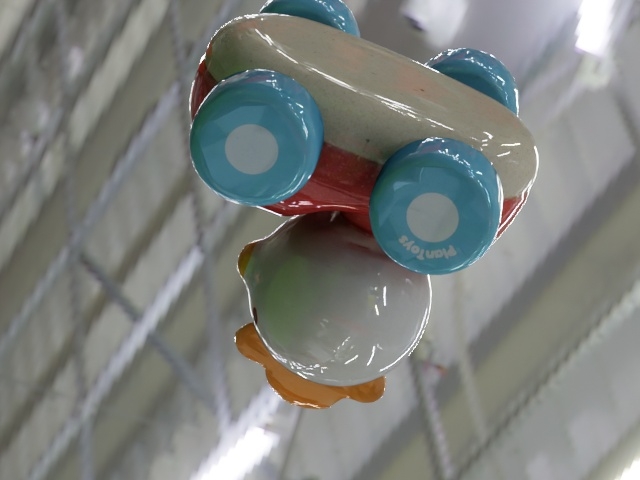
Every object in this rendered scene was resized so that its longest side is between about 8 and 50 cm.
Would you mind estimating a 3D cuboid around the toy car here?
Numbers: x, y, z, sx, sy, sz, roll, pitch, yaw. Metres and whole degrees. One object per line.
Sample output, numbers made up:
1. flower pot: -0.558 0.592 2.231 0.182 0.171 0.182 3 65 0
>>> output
1. toy car: 0.000 0.000 1.157 0.219 0.210 0.238 -70 -179 -67
